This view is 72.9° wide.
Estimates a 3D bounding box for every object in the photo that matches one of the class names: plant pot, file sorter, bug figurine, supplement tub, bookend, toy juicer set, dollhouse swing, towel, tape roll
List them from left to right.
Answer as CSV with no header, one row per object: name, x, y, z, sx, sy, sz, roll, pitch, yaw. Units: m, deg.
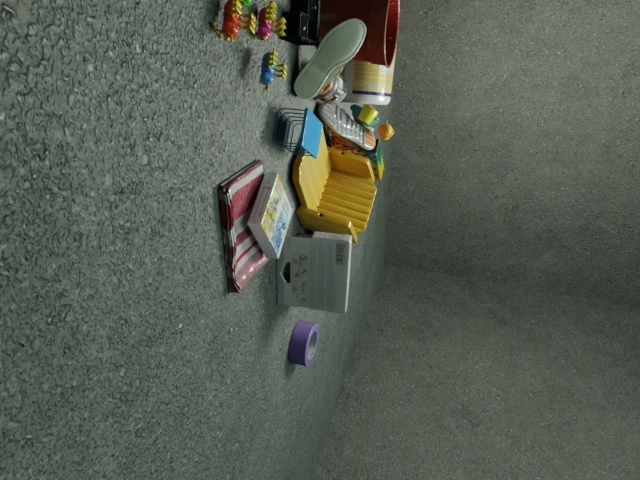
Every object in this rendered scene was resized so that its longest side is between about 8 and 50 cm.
towel,-0.206,-0.041,1.242,0.237,0.037,0.328,-56,151,-57
bug figurine,-0.161,-0.518,1.057,0.279,0.072,0.216,37,57,-67
file sorter,-0.071,-0.348,1.407,0.170,0.105,0.118,10,89,-75
bookend,-0.059,-0.685,1.317,0.156,0.073,0.157,-42,138,-65
tape roll,-0.072,0.455,1.915,0.189,0.080,0.188,9,90,-73
supplement tub,0.023,-0.570,1.586,0.190,0.117,0.116,-25,123,-70
dollhouse swing,0.071,-0.240,1.682,0.305,0.315,0.346,101,7,-60
plant pot,0.132,-0.778,1.575,0.272,0.265,0.272,9,90,-75
supplement tub,0.198,-0.760,1.859,0.241,0.241,0.331,-42,139,-66
toy juicer set,0.221,-0.526,1.885,0.089,0.209,0.329,-57,-158,9

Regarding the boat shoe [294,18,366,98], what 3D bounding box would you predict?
boat shoe,0.028,-0.595,1.430,0.305,0.109,0.091,-46,-171,11

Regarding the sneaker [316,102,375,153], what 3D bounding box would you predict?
sneaker,0.066,-0.441,1.811,0.321,0.180,0.124,27,63,-38

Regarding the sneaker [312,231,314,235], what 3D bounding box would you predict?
sneaker,0.001,0.000,1.886,0.145,0.090,0.270,-79,178,-53

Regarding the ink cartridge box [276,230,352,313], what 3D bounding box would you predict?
ink cartridge box,-0.026,0.112,1.564,0.066,0.261,0.296,-67,161,-64

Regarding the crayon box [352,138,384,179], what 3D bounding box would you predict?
crayon box,0.202,-0.394,2.152,0.323,0.203,0.083,54,48,-68

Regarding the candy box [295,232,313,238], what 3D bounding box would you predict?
candy box,-0.025,0.099,1.726,0.071,0.159,0.233,-39,135,-69

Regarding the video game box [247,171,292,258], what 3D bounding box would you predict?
video game box,-0.146,-0.072,1.306,0.205,0.048,0.187,72,25,-58
